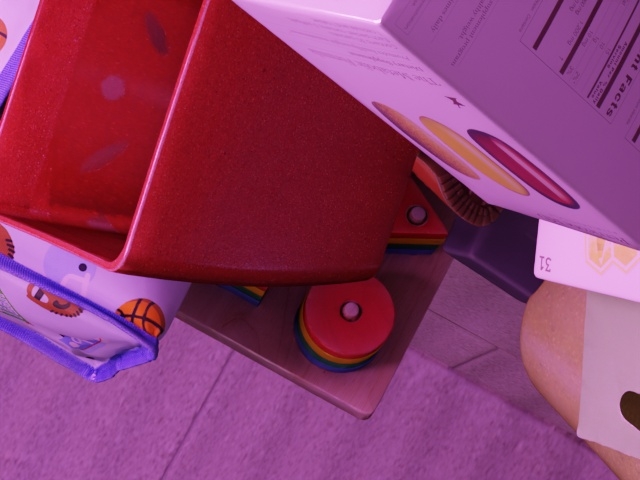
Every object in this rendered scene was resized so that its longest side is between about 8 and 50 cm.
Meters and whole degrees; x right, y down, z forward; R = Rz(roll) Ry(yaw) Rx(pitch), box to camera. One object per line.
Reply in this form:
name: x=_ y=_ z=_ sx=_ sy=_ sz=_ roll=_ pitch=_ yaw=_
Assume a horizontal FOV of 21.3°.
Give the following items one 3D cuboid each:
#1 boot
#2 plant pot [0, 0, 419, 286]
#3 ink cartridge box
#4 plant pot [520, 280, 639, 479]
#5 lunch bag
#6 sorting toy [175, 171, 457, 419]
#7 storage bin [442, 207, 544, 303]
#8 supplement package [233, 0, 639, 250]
boot: x=0.097 y=-0.077 z=1.469 sx=0.158 sy=0.059 sz=0.084 roll=48 pitch=168 yaw=-27
plant pot: x=-0.068 y=-0.099 z=1.275 sx=0.235 sy=0.267 sz=0.267 roll=17 pitch=-179 yaw=-34
ink cartridge box: x=0.211 y=0.034 z=1.134 sx=0.056 sy=0.235 sz=0.171 roll=3 pitch=-174 yaw=-28
plant pot: x=0.295 y=0.104 z=1.300 sx=0.276 sy=0.276 sz=0.254 roll=35 pitch=-178 yaw=-40
lunch bag: x=-0.265 y=-0.107 z=1.508 sx=0.385 sy=0.328 sz=0.239 roll=31 pitch=156 yaw=-14
sorting toy: x=0.000 y=0.000 z=1.678 sx=0.255 sy=0.257 sz=0.089 roll=29 pitch=156 yaw=0
storage bin: x=0.184 y=-0.001 z=1.539 sx=0.135 sy=0.091 sz=0.098 roll=32 pitch=172 yaw=-26
supplement package: x=0.096 y=-0.115 z=0.902 sx=0.244 sy=0.134 sz=0.139 roll=35 pitch=171 yaw=-39
